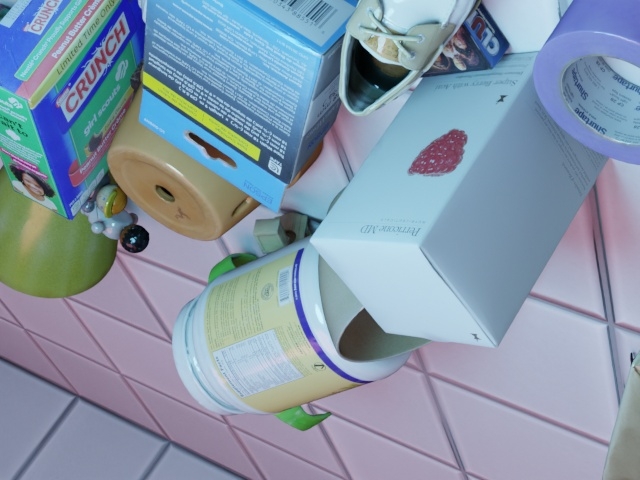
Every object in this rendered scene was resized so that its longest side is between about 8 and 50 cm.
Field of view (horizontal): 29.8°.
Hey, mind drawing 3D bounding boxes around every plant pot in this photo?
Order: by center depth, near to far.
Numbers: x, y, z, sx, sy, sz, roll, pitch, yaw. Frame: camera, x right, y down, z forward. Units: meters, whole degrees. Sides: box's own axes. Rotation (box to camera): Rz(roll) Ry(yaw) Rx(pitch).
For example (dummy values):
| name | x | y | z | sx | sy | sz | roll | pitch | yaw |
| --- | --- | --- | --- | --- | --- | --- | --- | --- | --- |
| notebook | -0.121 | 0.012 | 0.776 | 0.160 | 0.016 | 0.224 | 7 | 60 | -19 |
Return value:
| name | x | y | z | sx | sy | sz | roll | pitch | yaw |
| --- | --- | --- | --- | --- | --- | --- | --- | --- | --- |
| plant pot | 0.110 | 0.010 | 1.633 | 0.284 | 0.284 | 0.191 | 94 | 152 | -62 |
| plant pot | -0.170 | -0.138 | 1.741 | 0.291 | 0.203 | 0.291 | 28 | 154 | 15 |
| plant pot | -0.480 | -0.087 | 2.207 | 0.275 | 0.275 | 0.293 | 34 | 139 | 3 |

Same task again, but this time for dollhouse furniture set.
| name | x | y | z | sx | sy | sz | roll | pitch | yaw |
| --- | --- | --- | --- | --- | --- | --- | --- | --- | --- |
| dollhouse furniture set | 0.000 | 0.000 | 1.953 | 0.161 | 0.101 | 0.182 | -3 | 142 | 16 |

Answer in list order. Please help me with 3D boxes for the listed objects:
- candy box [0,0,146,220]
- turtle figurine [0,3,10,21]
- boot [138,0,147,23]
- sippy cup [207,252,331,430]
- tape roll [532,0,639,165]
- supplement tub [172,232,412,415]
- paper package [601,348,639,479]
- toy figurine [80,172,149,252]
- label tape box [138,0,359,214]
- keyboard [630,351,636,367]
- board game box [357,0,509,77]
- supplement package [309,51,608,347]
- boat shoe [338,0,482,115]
| name | x | y | z | sx | sy | sz | roll | pitch | yaw |
| --- | --- | --- | --- | --- | --- | --- | --- | --- | --- |
| candy box | -0.357 | -0.227 | 1.733 | 0.122 | 0.268 | 0.317 | 24 | 154 | 14 |
| turtle figurine | -0.460 | -0.318 | 1.896 | 0.234 | 0.118 | 0.175 | 22 | -167 | 30 |
| boot | -0.208 | -0.382 | 1.484 | 0.123 | 0.095 | 0.258 | 38 | 143 | 8 |
| sippy cup | -0.080 | 0.178 | 2.150 | 0.240 | 0.305 | 0.224 | 3 | 172 | 29 |
| tape roll | 0.317 | -0.167 | 1.219 | 0.189 | 0.080 | 0.189 | 29 | 156 | 14 |
| supplement tub | -0.044 | 0.134 | 1.853 | 0.331 | 0.241 | 0.241 | -24 | 121 | 38 |
| paper package | 0.445 | 0.106 | 1.261 | 0.168 | 0.325 | 0.309 | 24 | 153 | 22 |
| toy figurine | -0.297 | -0.097 | 1.965 | 0.148 | 0.209 | 0.213 | 36 | 159 | 23 |
| label tape box | -0.095 | -0.214 | 1.489 | 0.241 | 0.106 | 0.333 | 34 | 150 | 9 |
| keyboard | 0.491 | 0.222 | 1.758 | 0.100 | 0.038 | 0.192 | 24 | 153 | 23 |
| board game box | 0.080 | -0.260 | 1.395 | 0.243 | 0.042 | 0.165 | 1 | 140 | 51 |
| supplement package | 0.162 | -0.049 | 1.370 | 0.178 | 0.293 | 0.175 | 3 | 141 | 48 |
| boat shoe | 0.091 | -0.227 | 1.261 | 0.113 | 0.103 | 0.302 | 32 | 155 | 7 |
